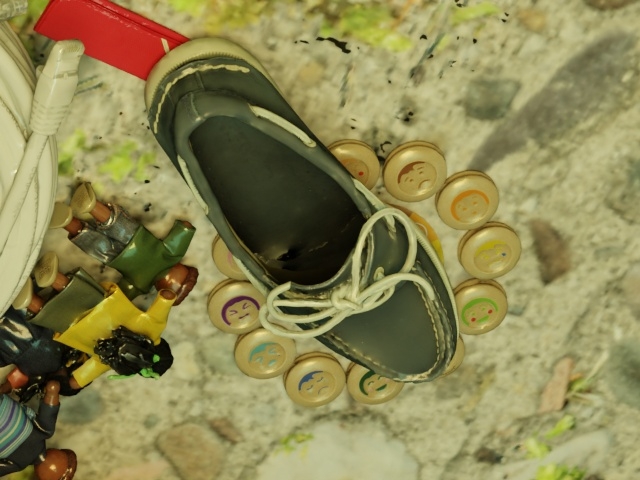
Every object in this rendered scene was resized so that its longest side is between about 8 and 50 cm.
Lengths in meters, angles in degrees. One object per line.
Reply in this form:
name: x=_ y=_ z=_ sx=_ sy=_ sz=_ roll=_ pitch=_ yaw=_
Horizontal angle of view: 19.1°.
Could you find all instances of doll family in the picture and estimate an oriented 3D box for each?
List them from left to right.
doll family: x=-0.141 y=0.062 z=1.049 sx=0.193 sy=0.076 sz=0.111 roll=-37 pitch=128 yaw=19

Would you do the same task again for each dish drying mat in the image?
dish drying mat: x=-0.103 y=-0.104 z=0.979 sx=0.083 sy=0.008 sz=0.032 roll=23 pitch=117 yaw=-25

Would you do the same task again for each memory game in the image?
memory game: x=0.026 y=0.022 z=1.090 sx=0.186 sy=0.012 sz=0.186 roll=-6 pitch=124 yaw=-8

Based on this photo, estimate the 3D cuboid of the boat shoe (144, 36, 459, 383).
boat shoe: x=0.000 y=0.000 z=1.014 sx=0.095 sy=0.079 sz=0.254 roll=-30 pitch=123 yaw=7

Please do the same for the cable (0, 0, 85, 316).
cable: x=-0.260 y=-0.037 z=0.943 sx=0.257 sy=0.089 sz=0.257 roll=7 pitch=122 yaw=-16
